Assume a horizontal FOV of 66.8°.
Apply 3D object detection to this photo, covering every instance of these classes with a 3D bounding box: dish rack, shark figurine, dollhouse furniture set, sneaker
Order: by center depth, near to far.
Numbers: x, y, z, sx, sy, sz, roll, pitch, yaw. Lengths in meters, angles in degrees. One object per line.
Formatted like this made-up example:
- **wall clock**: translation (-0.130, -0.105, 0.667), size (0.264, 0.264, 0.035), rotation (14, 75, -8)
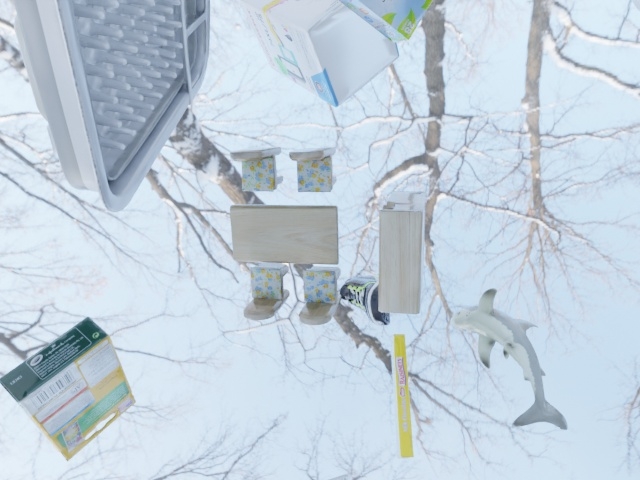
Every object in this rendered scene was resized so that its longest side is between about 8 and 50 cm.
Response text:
- **dish rack**: translation (-0.183, -0.223, 0.462), size (0.072, 0.285, 0.333), rotation (11, -135, -3)
- **dollhouse furniture set**: translation (0.000, 0.000, 0.579), size (0.242, 0.161, 0.212), rotation (2, -75, 13)
- **shark figurine**: translation (0.366, 0.194, 0.889), size (0.116, 0.166, 0.278), rotation (-4, -139, -26)
- **sneaker**: translation (0.084, 0.114, 0.937), size (0.097, 0.235, 0.084), rotation (-3, -89, 8)

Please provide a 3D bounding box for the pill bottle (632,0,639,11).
- **pill bottle**: translation (0.443, -0.324, 0.556), size (0.121, 0.216, 0.121), rotation (4, -76, 14)

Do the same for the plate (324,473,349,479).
- **plate**: translation (-0.072, 0.553, 0.960), size (0.277, 0.278, 0.045), rotation (-14, -127, -9)

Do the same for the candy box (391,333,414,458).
- **candy box**: translation (0.146, 0.283, 0.880), size (0.027, 0.105, 0.206), rotation (-3, -115, 7)

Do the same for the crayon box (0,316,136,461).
- **crayon box**: translation (-0.558, 0.346, 1.111), size (0.083, 0.323, 0.203), rotation (32, -129, 22)

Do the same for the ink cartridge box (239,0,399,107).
- **ink cartridge box**: translation (-0.003, -0.470, 1.069), size (0.197, 0.198, 0.270), rotation (-41, -128, -9)

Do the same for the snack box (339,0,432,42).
- **snack box**: translation (0.092, -0.439, 0.740), size (0.174, 0.207, 0.070), rotation (-60, -156, 8)
